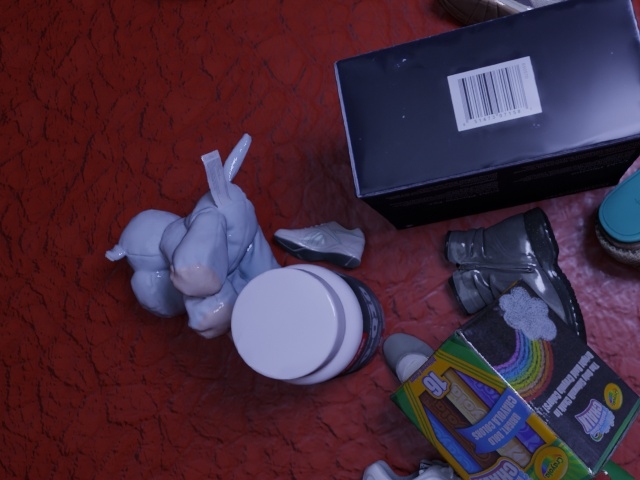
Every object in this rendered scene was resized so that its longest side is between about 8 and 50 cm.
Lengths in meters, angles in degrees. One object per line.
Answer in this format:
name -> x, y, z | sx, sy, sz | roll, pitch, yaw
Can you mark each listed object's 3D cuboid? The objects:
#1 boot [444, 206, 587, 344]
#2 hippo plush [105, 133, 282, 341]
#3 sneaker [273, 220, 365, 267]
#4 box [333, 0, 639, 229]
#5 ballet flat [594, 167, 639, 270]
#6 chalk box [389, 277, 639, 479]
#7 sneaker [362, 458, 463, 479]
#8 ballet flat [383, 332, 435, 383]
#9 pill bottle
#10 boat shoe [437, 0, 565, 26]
boot -> 0.282, 0.083, 1.043 | 0.161, 0.083, 0.246 | -21, 79, 24
hippo plush -> -0.215, 0.026, 1.080 | 0.237, 0.234, 0.294 | -8, 108, 25
sneaker -> 0.000, 0.000, 1.132 | 0.152, 0.053, 0.061 | 11, 62, 20
box -> 0.225, -0.148, 0.951 | 0.343, 0.312, 0.178 | -12, 80, 12
ballet flat -> 0.577, -0.128, 0.909 | 0.483, 0.182, 0.164 | -45, 40, 24
chalk box -> 0.274, 0.232, 0.931 | 0.289, 0.180, 0.179 | 49, 135, 15
sneaker -> 0.193, 0.374, 1.011 | 0.292, 0.110, 0.118 | -1, 74, 14
ballet flat -> 0.169, 0.220, 1.048 | 0.072, 0.068, 0.213 | -42, 75, 7
pill bottle -> -0.009, 0.117, 0.994 | 0.161, 0.283, 0.161 | -2, 83, 14
boat shoe -> 0.317, -0.352, 1.065 | 0.285, 0.103, 0.092 | 20, 84, 12
